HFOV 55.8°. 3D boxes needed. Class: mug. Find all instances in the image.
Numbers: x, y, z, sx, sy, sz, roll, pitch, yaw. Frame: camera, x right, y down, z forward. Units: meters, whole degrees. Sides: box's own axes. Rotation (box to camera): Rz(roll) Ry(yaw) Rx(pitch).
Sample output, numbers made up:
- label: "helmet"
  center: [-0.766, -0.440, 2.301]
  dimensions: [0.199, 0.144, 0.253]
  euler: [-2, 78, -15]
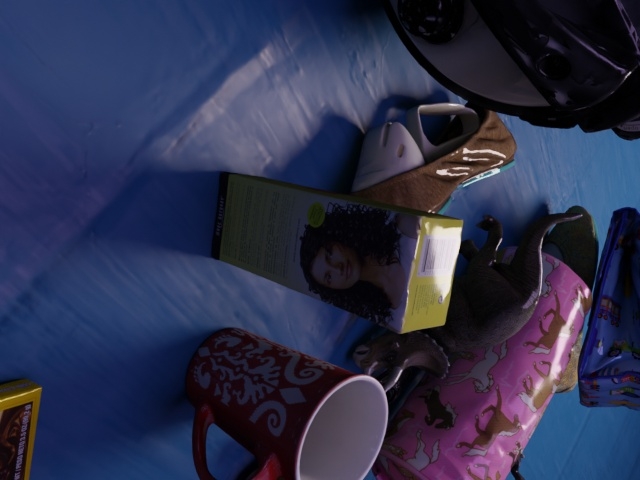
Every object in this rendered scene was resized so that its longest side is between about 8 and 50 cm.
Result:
- label: "mug"
  center: [-0.051, 0.147, 0.540]
  dimensions: [0.150, 0.169, 0.113]
  euler: [3, 100, -47]

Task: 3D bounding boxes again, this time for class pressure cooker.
- label: "pressure cooker"
  center: [0.253, -0.316, 0.579]
  dimensions: [0.420, 0.369, 0.376]
  euler: [-35, 142, -34]

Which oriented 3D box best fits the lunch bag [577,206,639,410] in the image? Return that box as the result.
- label: "lunch bag"
  center: [0.481, 0.103, 0.945]
  dimensions: [0.221, 0.138, 0.293]
  euler: [47, 49, -57]

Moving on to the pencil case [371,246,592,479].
- label: "pencil case"
  center: [0.223, 0.191, 0.831]
  dimensions: [0.160, 0.167, 0.386]
  euler: [38, 65, 1]

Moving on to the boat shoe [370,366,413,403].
- label: "boat shoe"
  center: [0.081, 0.196, 0.790]
  dimensions: [0.142, 0.040, 0.049]
  euler: [-17, 114, -43]

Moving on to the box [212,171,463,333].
- label: "box"
  center: [0.000, 0.000, 0.502]
  dimensions: [0.058, 0.232, 0.087]
  euler: [0, 101, -44]

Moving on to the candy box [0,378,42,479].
- label: "candy box"
  center: [-0.258, 0.208, 0.423]
  dimensions: [0.105, 0.027, 0.206]
  euler: [-1, 102, -63]

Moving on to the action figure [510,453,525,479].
- label: "action figure"
  center: [0.258, 0.301, 0.941]
  dimensions: [0.164, 0.141, 0.276]
  euler: [8, 55, -22]

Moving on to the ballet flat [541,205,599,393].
- label: "ballet flat"
  center: [0.416, 0.112, 1.082]
  dimensions: [0.123, 0.123, 0.349]
  euler: [-11, 108, -44]

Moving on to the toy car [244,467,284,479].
- label: "toy car"
  center: [0.013, 0.309, 0.640]
  dimensions: [0.149, 0.188, 0.155]
  euler: [18, 87, -48]

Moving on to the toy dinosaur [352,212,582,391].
- label: "toy dinosaur"
  center: [0.187, 0.074, 0.744]
  dimensions: [0.121, 0.313, 0.160]
  euler: [28, 39, -57]

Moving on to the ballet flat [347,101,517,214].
- label: "ballet flat"
  center: [0.120, -0.092, 0.708]
  dimensions: [0.342, 0.116, 0.124]
  euler: [-32, 103, -37]
